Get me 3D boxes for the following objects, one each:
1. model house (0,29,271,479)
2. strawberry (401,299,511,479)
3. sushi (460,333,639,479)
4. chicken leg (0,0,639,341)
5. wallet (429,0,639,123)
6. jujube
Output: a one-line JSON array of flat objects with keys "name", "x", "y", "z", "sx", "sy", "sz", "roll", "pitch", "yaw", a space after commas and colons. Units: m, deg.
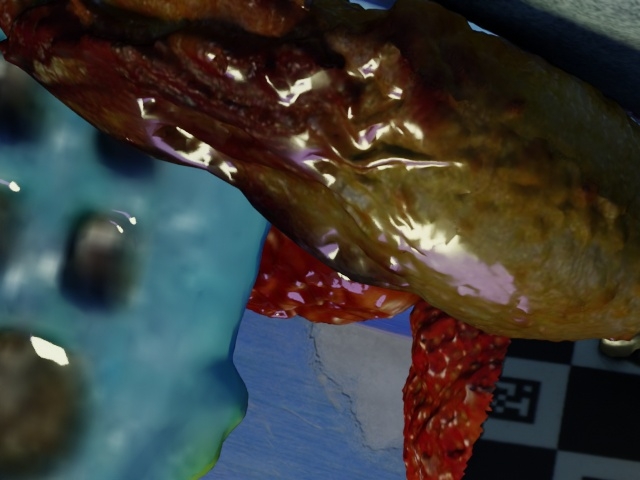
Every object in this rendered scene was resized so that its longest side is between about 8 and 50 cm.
[{"name": "model house", "x": -0.152, "y": 0.026, "z": 0.694, "sx": 0.215, "sy": 0.303, "sz": 0.237, "roll": 10, "pitch": 178, "yaw": -23}, {"name": "strawberry", "x": 0.173, "y": 0.136, "z": 1.277, "sx": 0.257, "sy": 0.257, "sz": 0.277, "roll": 23, "pitch": -161, "yaw": -50}, {"name": "sushi", "x": 0.160, "y": 0.030, "z": 0.563, "sx": 0.192, "sy": 0.210, "sz": 0.040, "roll": 14, "pitch": 138, "yaw": 18}, {"name": "chicken leg", "x": 0.029, "y": -0.034, "z": 0.492, "sx": 0.322, "sy": 0.083, "sz": 0.177, "roll": 29, "pitch": -168, "yaw": 17}, {"name": "wallet", "x": 0.149, "y": -0.045, "z": 0.454, "sx": 0.222, "sy": 0.036, "sz": 0.167, "roll": 22, "pitch": 173, "yaw": -38}, {"name": "jujube", "x": 0.000, "y": 0.000, "z": 0.944, "sx": 0.112, "sy": 0.109, "sz": 0.176, "roll": -22, "pitch": -164, "yaw": -35}]
